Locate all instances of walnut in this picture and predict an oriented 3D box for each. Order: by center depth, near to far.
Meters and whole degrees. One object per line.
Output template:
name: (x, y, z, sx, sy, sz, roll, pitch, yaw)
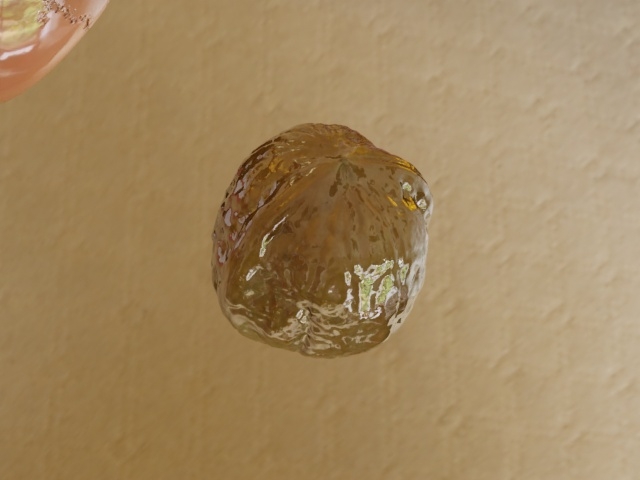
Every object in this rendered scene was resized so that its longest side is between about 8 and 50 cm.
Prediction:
walnut: (0.000, 0.000, 0.750, 0.105, 0.124, 0.105, 3, 54, -4)

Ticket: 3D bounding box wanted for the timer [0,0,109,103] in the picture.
timer: (-0.243, -0.203, 1.067, 0.215, 0.230, 0.229, 42, 51, -24)
